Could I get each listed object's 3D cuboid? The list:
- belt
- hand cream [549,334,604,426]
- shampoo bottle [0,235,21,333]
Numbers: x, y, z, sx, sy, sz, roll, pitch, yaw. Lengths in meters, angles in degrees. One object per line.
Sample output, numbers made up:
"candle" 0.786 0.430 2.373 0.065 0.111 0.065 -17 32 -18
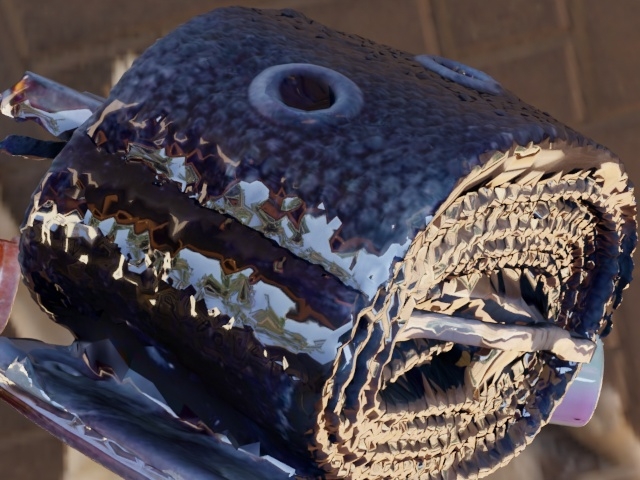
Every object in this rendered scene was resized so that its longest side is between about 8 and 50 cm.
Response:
"belt" 0.001 0.000 0.522 0.122 0.128 0.218 -65 156 7
"hand cream" 0.042 0.050 0.873 0.174 0.076 0.047 9 153 -8
"shampoo bottle" -0.223 -0.005 0.703 0.220 0.051 0.108 13 147 -19
